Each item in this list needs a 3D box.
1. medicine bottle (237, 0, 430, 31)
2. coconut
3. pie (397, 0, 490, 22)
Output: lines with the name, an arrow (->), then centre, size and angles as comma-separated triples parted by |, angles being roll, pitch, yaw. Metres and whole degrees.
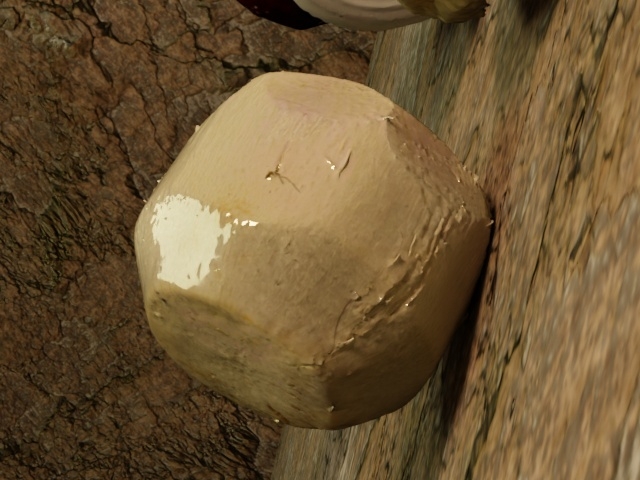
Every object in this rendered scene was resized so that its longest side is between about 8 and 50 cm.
medicine bottle -> 0.019, -0.265, 1.118 | 0.395, 0.243, 0.242 | -129, 50, -69
coconut -> 0.002, 0.000, 0.735 | 0.162, 0.161, 0.161 | -57, -8, -27
pie -> 0.095, -0.254, 0.739 | 0.337, 0.075, 0.337 | -165, 90, -90
